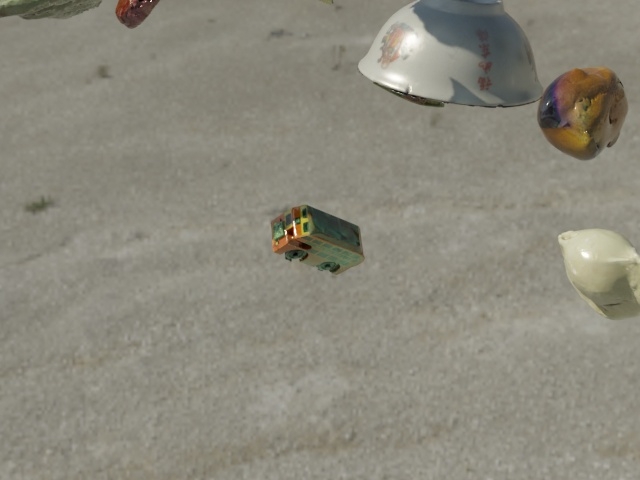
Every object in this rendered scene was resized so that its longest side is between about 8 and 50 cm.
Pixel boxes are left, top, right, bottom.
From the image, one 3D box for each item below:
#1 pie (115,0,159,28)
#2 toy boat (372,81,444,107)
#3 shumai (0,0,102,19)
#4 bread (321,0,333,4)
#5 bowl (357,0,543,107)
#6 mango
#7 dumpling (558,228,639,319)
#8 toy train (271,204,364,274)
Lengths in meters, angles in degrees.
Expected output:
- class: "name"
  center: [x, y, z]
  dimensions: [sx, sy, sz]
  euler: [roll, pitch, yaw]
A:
- class: "pie"
  center: [-0.271, -0.399, 1.584]
  dimensions: [0.038, 0.153, 0.153]
  euler: [28, 9, -27]
- class: "toy boat"
  center: [0.204, -0.345, 2.298]
  dimensions: [0.172, 0.065, 0.066]
  euler: [20, 23, 0]
- class: "shumai"
  center: [-0.451, -0.475, 1.803]
  dimensions: [0.309, 0.304, 0.263]
  euler: [-23, -26, 11]
- class: "bread"
  center: [0.001, -0.434, 1.582]
  dimensions: [0.080, 0.109, 0.084]
  euler: [20, -15, 7]
- class: "bowl"
  center: [0.246, -0.364, 1.829]
  dimensions: [0.346, 0.157, 0.345]
  euler: [6, 24, -3]
- class: "mango"
  center: [0.592, -0.292, 2.282]
  dimensions: [0.153, 0.201, 0.287]
  euler: [9, 22, 34]
- class: "dumpling"
  center: [0.452, 0.057, 1.624]
  dimensions: [0.111, 0.155, 0.181]
  euler: [-12, 19, 0]
- class: "toy train"
  center: [0.000, 0.000, 1.841]
  dimensions: [0.188, 0.099, 0.072]
  euler: [20, 48, -38]
